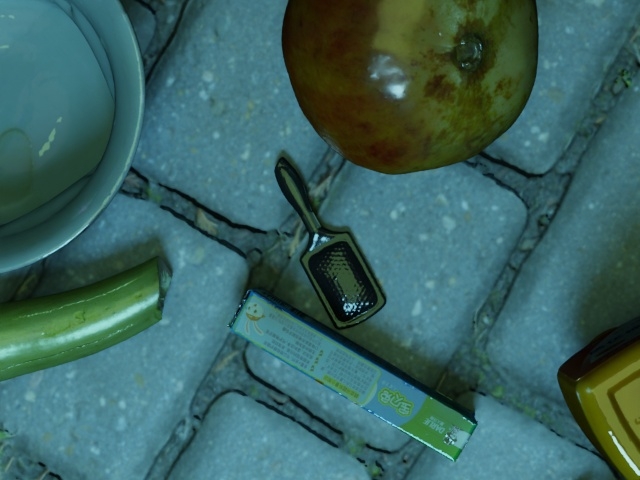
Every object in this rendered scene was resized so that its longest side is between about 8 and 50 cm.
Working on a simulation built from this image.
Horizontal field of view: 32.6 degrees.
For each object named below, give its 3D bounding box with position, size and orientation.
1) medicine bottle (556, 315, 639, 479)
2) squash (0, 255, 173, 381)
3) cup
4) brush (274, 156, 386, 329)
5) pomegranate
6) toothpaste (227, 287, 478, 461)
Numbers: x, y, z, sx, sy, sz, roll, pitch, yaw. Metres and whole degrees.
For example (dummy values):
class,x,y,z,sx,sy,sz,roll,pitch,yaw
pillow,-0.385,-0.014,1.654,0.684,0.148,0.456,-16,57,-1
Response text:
class,x,y,z,sx,sy,sz,roll,pitch,yaw
medicine bottle,0.308,0.135,1.024,0.149,0.222,0.112,-30,86,3
squash,-0.273,0.086,1.141,0.250,0.083,0.083,-17,87,1
cup,-0.331,-0.135,1.109,0.347,0.163,0.347,0,88,3
brush,0.000,0.000,1.153,0.062,0.016,0.193,-29,87,2
pomegranate,0.074,-0.199,1.055,0.229,0.270,0.252,-21,120,-21
toothpaste,0.034,0.134,1.123,0.266,0.065,0.050,30,90,4
